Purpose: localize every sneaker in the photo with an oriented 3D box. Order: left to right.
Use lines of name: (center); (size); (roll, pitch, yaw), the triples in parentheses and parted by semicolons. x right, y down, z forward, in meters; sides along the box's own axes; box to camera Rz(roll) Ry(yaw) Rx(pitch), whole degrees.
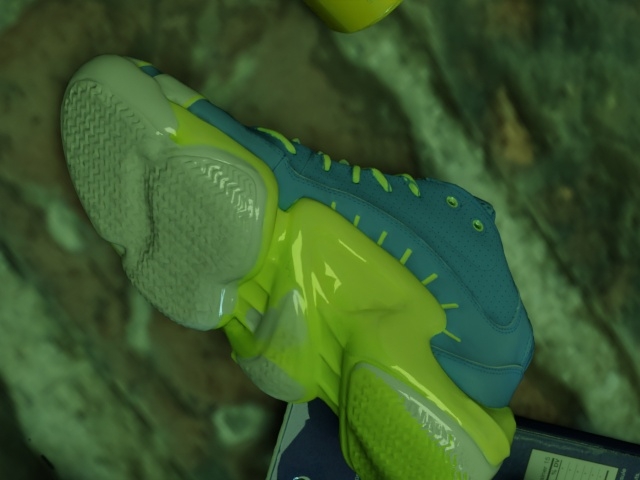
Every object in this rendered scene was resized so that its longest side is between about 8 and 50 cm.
sneaker: (0.000, 0.000, 0.595); (0.240, 0.091, 0.126); (48, 47, -4)

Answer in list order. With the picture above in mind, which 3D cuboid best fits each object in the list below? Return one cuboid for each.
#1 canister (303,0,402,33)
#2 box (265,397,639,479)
canister: (-0.008, -0.183, 0.550); (0.170, 0.073, 0.126); (43, 87, -22)
box: (0.069, 0.148, 0.658); (0.225, 0.036, 0.136); (15, 96, -19)
